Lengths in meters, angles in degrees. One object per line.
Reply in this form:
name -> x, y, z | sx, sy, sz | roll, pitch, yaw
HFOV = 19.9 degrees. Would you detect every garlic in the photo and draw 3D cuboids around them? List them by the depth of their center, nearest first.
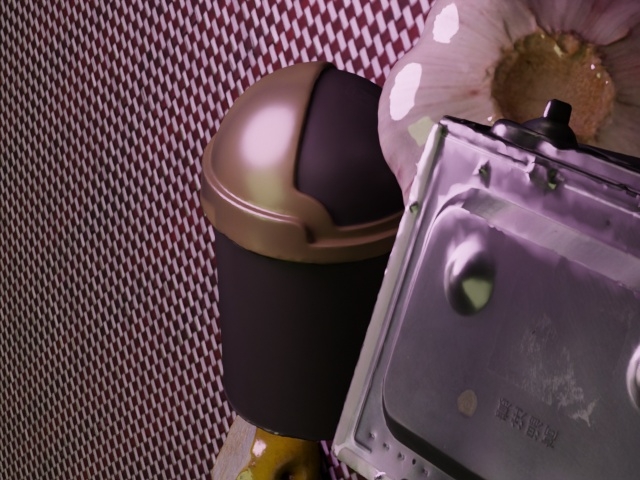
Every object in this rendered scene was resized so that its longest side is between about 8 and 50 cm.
garlic -> 0.170, -0.067, 1.324 | 0.253, 0.245, 0.245 | 60, -170, -72

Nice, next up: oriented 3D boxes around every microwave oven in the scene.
microwave oven -> 0.259, 0.091, 0.997 | 0.394, 0.333, 0.247 | 28, 102, 52

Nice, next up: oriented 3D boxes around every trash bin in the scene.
trash bin -> 0.000, 0.000, 1.634 | 0.214, 0.214, 0.333 | 43, 141, 49

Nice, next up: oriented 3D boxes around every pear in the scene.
pear -> -0.049, 0.241, 1.922 | 0.141, 0.104, 0.141 | -52, 23, 32
